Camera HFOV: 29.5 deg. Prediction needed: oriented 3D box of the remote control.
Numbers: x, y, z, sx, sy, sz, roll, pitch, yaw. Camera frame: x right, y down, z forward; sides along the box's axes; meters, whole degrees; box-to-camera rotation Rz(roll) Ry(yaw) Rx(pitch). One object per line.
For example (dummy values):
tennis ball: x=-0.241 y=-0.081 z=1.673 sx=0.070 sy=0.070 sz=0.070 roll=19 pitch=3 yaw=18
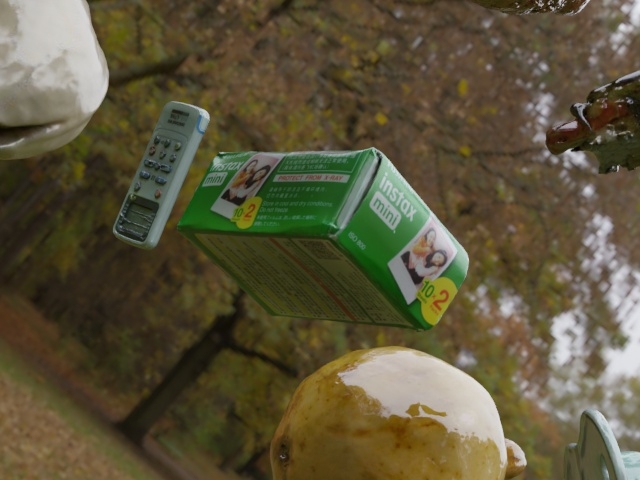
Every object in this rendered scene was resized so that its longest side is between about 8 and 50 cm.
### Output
remote control: x=-0.130 y=-0.054 z=0.992 sx=0.053 sy=0.125 sz=0.018 roll=20 pitch=-4 yaw=42

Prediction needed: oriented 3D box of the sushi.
sushi: x=0.367 y=-0.138 z=1.379 sx=0.097 sy=0.226 sz=0.103 roll=26 pitch=48 yaw=-68

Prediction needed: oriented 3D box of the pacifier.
pacifier: x=0.143 y=0.171 z=0.715 sx=0.150 sy=0.116 sz=0.127 roll=93 pitch=-12 yaw=-69

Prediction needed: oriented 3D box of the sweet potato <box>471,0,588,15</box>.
sweet potato: x=0.280 y=-0.333 z=1.537 sx=0.106 sy=0.095 sz=0.354 roll=5 pitch=12 yaw=32

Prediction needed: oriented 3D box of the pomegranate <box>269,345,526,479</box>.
pomegranate: x=0.131 y=0.348 z=1.873 sx=0.410 sy=0.410 sz=0.410 roll=39 pitch=-10 yaw=8

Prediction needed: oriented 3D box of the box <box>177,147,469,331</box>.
box: x=0.000 y=0.000 z=1.163 sx=0.250 sy=0.103 sz=0.180 roll=2 pitch=-34 yaw=45

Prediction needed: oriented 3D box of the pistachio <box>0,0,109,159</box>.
pistachio: x=-0.383 y=-0.223 z=1.548 sx=0.226 sy=0.208 sz=0.332 roll=21 pitch=37 yaw=-21
